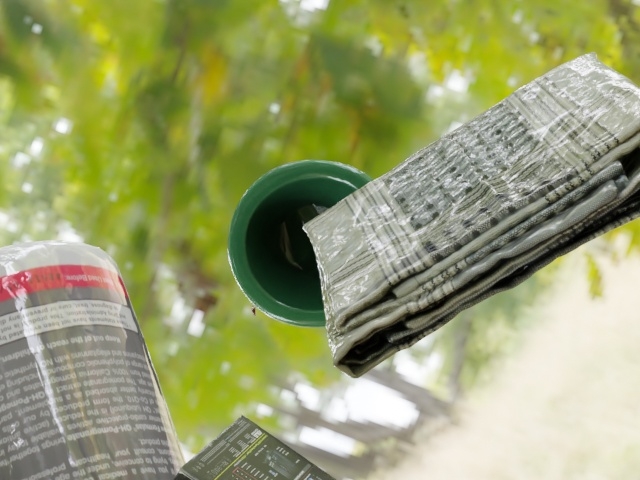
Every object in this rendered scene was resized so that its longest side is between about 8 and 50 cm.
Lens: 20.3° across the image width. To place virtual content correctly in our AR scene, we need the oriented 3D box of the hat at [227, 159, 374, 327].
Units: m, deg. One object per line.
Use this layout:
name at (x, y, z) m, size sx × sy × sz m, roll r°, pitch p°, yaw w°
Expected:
hat at (0.000, 0.000, 1.894) m, size 0.183 × 0.209 × 0.173 m, roll -16°, pitch -78°, yaw -77°

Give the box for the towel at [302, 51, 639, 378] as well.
towel at (0.126, -0.037, 1.439) m, size 0.312 × 0.056 × 0.324 m, roll -30°, pitch 19°, yaw 5°

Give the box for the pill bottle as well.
pill bottle at (-0.178, 0.175, 1.241) m, size 0.176 × 0.176 × 0.318 m, roll 89°, pitch 161°, yaw -67°

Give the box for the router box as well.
router box at (-0.029, 0.147, 0.961) m, size 0.038 × 0.092 × 0.122 m, roll -59°, pitch -8°, yaw 14°
